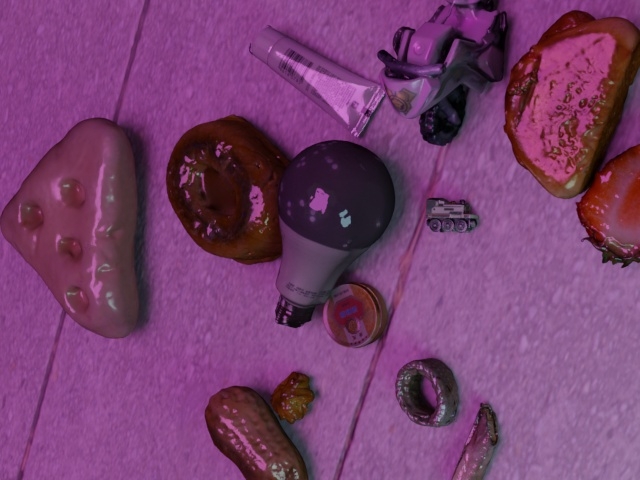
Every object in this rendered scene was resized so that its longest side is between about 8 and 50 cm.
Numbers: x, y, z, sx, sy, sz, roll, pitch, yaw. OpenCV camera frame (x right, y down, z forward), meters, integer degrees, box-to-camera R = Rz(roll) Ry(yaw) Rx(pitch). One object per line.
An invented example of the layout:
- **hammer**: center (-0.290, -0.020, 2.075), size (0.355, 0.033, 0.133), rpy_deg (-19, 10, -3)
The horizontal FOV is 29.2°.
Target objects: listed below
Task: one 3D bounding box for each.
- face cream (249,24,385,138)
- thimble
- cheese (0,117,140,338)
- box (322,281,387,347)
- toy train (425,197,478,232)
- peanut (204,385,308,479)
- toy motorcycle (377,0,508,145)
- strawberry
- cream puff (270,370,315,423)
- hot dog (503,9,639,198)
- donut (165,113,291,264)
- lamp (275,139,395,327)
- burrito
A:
- **face cream**: center (-0.009, -0.267, 1.986), size (0.243, 0.058, 0.092), rpy_deg (37, 104, 21)
- **thimble**: center (0.166, 0.235, 1.875), size (0.084, 0.062, 0.110), rpy_deg (-37, 72, 27)
- **cheese**: center (-0.399, -0.035, 2.200), size (0.351, 0.129, 0.328), rpy_deg (45, 115, 25)
- **box**: center (0.055, 0.119, 1.960), size (0.105, 0.037, 0.106), rpy_deg (1, 93, 34)
- **toy train**: center (0.199, -0.038, 1.864), size (0.083, 0.033, 0.053), rpy_deg (1, 88, 33)
- **peanut**: center (-0.100, 0.345, 2.030), size (0.236, 0.110, 0.120), rpy_deg (53, 128, 8)
- **toy motorcycle**: center (0.179, -0.300, 1.777), size (0.143, 0.188, 0.327), rpy_deg (20, 102, 38)
- **strawberry**: center (0.429, -0.053, 1.684), size (0.146, 0.082, 0.187), rpy_deg (21, 88, 10)
- **cream puff**: center (-0.049, 0.259, 2.020), size (0.083, 0.058, 0.083), rpy_deg (-24, 76, 33)
- **hot dog**: center (0.337, -0.197, 1.705), size (0.153, 0.150, 0.257), rpy_deg (24, 105, 21)
- **donut**: center (-0.144, -0.077, 2.034), size (0.261, 0.128, 0.208), rpy_deg (43, 114, 27)
- **lamp**: center (-0.008, -0.006, 1.897), size (0.182, 0.182, 0.314), rpy_deg (33, 98, 28)
- **burrito**: center (0.235, 0.320, 1.844), size (0.055, 0.041, 0.149), rpy_deg (33, 109, 43)
